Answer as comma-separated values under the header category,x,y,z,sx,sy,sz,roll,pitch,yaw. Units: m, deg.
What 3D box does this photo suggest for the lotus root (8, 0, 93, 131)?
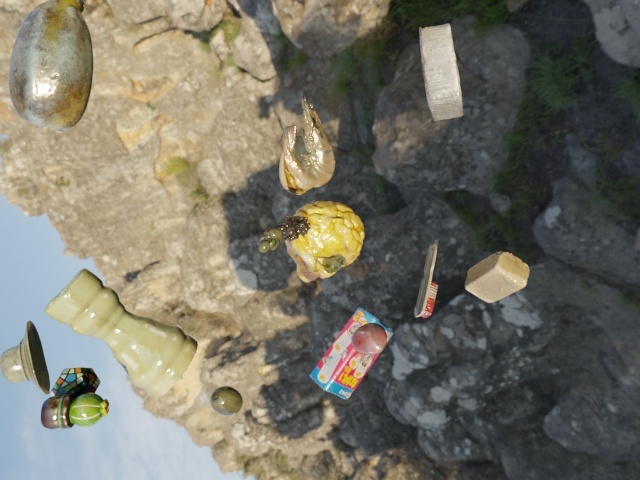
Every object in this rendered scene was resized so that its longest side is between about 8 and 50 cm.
category,x,y,z,sx,sy,sz,roll,pitch,yaw
lotus root,-0.575,-0.403,1.066,0.140,0.158,0.322,-32,-47,-82

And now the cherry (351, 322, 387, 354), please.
category,x,y,z,sx,sy,sz,roll,pitch,yaw
cherry,0.147,0.284,1.438,0.087,0.106,0.126,56,155,4

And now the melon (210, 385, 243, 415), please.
category,x,y,z,sx,sy,sz,roll,pitch,yaw
melon,-0.319,0.548,1.686,0.130,0.098,0.098,53,-176,-48

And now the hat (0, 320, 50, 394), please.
category,x,y,z,sx,sy,sz,roll,pitch,yaw
hat,-0.950,0.389,1.568,0.252,0.110,0.251,45,142,51

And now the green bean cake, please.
category,x,y,z,sx,sy,sz,roll,pitch,yaw
green bean cake,0.524,0.110,1.476,0.109,0.085,0.179,30,149,-3

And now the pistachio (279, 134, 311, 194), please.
category,x,y,z,sx,sy,sz,roll,pitch,yaw
pistachio,-0.076,-0.321,2.082,0.214,0.194,0.317,45,-136,-32

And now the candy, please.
category,x,y,z,sx,sy,sz,roll,pitch,yaw
candy,0.115,0.406,1.771,0.100,0.305,0.157,31,174,42

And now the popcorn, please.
category,x,y,z,sx,sy,sz,roll,pitch,yaw
popcorn,0.013,-0.015,2.270,0.344,0.390,0.354,51,-163,1

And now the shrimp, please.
category,x,y,z,sx,sy,sz,roll,pitch,yaw
shrimp,-0.047,-0.266,1.366,0.059,0.145,0.254,22,139,62

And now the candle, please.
category,x,y,z,sx,sy,sz,roll,pitch,yaw
candle,0.237,-0.314,0.965,0.168,0.068,0.192,-76,-29,-47

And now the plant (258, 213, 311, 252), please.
category,x,y,z,sx,sy,sz,roll,pitch,yaw
plant,-0.112,-0.021,1.477,0.087,0.174,0.085,63,175,-14

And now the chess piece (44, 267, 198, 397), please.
category,x,y,z,sx,sy,sz,roll,pitch,yaw
chess piece,-0.627,0.284,1.569,0.442,0.234,0.234,44,177,-19

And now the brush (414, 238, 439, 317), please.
category,x,y,z,sx,sy,sz,roll,pitch,yaw
brush,0.394,0.134,1.761,0.060,0.050,0.320,-53,14,54

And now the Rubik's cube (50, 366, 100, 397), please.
category,x,y,z,sx,sy,sz,roll,pitch,yaw
Rubik's cube,-0.718,0.432,1.453,0.111,0.133,0.133,93,155,-44

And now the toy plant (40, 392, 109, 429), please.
category,x,y,z,sx,sy,sz,roll,pitch,yaw
toy plant,-0.661,0.460,1.341,0.093,0.163,0.092,178,90,-83
